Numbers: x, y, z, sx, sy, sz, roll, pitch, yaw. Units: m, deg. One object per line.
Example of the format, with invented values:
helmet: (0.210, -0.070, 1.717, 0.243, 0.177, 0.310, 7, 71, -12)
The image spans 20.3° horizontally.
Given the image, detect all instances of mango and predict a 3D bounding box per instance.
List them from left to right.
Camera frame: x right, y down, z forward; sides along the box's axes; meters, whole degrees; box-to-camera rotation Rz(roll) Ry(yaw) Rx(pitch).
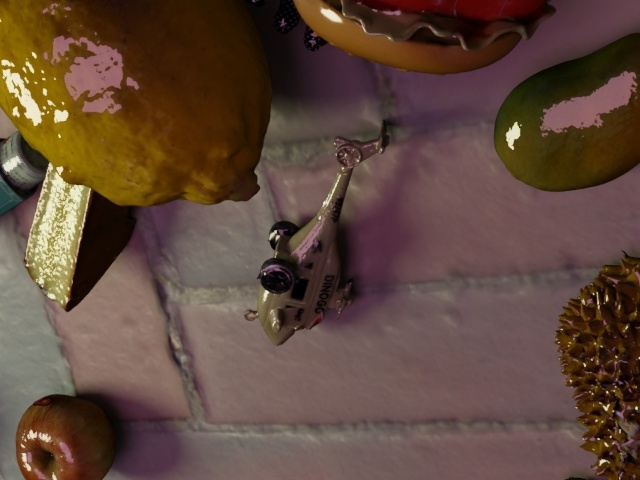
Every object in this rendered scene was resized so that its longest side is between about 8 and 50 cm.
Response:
mango: (0.249, -0.111, 1.670, 0.191, 0.085, 0.122, -20, 98, 35)

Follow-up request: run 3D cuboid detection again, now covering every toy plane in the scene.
toy plane: (0.000, 0.000, 1.864, 0.108, 0.092, 0.286, 17, 122, -3)

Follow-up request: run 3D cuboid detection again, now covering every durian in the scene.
durian: (0.319, 0.135, 1.719, 0.183, 0.138, 0.250, -10, 100, 41)

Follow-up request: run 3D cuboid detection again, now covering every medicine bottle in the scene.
medicine bottle: (-0.411, -0.045, 2.047, 0.258, 0.124, 0.079, -28, 93, 33)

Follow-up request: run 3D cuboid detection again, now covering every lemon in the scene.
lemon: (-0.191, -0.180, 1.780, 0.285, 0.285, 0.316, -19, 118, 34)

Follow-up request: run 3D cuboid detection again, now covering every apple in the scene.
apple: (-0.300, 0.245, 2.126, 0.126, 0.102, 0.126, 10, 111, 28)

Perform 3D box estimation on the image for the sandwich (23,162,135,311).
sandwich: (-0.260, -0.043, 1.988, 0.090, 0.088, 0.244, 35, 128, 22)

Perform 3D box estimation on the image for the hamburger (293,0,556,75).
hamburger: (0.089, -0.262, 1.576, 0.274, 0.274, 0.212, 24, 123, 18)

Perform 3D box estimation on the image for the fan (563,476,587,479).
fan: (0.286, 0.317, 1.870, 0.082, 0.039, 0.155, -11, 105, 33)

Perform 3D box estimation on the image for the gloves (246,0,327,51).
gloves: (-0.008, -0.274, 1.748, 0.129, 0.106, 0.181, -3, 140, 36)
